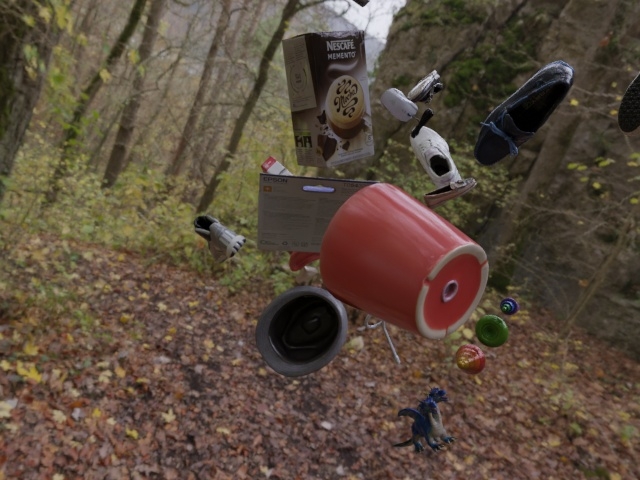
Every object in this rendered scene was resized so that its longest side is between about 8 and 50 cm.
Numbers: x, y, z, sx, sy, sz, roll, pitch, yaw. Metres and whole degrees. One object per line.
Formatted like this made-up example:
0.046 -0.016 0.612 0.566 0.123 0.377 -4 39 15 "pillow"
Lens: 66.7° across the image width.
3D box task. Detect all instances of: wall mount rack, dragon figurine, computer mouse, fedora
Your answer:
0.355 0.319 1.936 0.349 0.304 0.130 -26 46 -14 "wall mount rack"
0.260 0.466 1.263 0.085 0.289 0.144 -17 73 -24 "dragon figurine"
0.267 -0.404 1.530 0.192 0.106 0.042 25 34 -31 "computer mouse"
-0.047 0.264 1.452 0.244 0.275 0.124 48 2 10 "fedora"

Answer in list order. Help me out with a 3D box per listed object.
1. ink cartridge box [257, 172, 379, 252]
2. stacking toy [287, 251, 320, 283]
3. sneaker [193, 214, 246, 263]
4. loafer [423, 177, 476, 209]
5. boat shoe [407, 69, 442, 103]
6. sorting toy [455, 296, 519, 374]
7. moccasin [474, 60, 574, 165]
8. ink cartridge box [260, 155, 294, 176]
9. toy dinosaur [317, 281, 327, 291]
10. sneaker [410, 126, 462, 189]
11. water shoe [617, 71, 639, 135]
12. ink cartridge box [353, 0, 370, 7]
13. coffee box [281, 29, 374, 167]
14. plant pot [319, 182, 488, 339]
-0.018 -0.085 1.411 0.323 0.330 0.072 4 50 -6 "ink cartridge box"
0.000 0.000 1.737 0.308 0.280 0.130 -24 65 -18 "stacking toy"
-0.280 -0.014 1.290 0.132 0.086 0.228 41 -22 -12 "sneaker"
0.303 -0.118 1.144 0.039 0.125 0.045 57 14 -19 "loafer"
0.304 -0.422 1.372 0.065 0.075 0.206 52 38 -12 "boat shoe"
0.621 0.373 1.853 0.127 0.366 0.126 41 23 29 "sorting toy"
0.531 -0.330 1.321 0.137 0.342 0.117 28 44 -1 "moccasin"
-0.140 -0.222 1.728 0.135 0.056 0.099 42 -10 15 "ink cartridge box"
0.093 0.195 2.387 0.127 0.296 0.200 47 34 9 "toy dinosaur"
0.390 -0.296 1.653 0.152 0.114 0.305 42 21 -56 "sneaker"
0.594 -0.277 0.839 0.080 0.203 0.073 6 21 -20 "water shoe"
0.102 -0.931 1.710 0.145 0.045 0.180 10 63 -42 "ink cartridge box"
0.022 -0.340 1.175 0.168 0.298 0.118 -22 23 -36 "coffee box"
0.171 0.051 0.959 0.274 0.275 0.243 12 14 -40 "plant pot"
